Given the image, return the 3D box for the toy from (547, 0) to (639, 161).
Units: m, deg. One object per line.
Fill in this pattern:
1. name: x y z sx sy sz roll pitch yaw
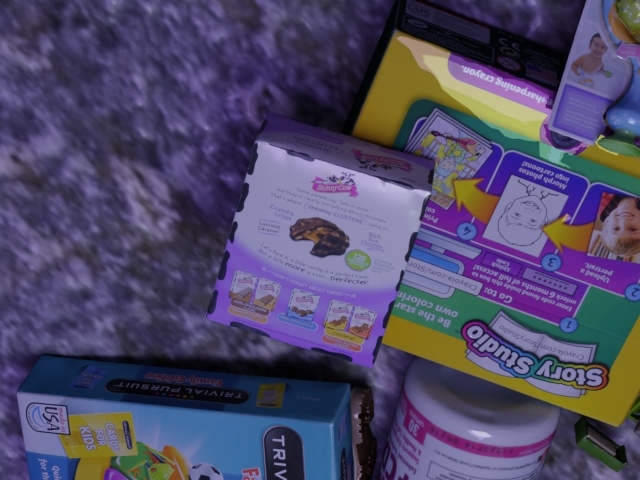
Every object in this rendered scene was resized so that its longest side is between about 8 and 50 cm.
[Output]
1. toy: 0.301 -0.188 1.577 0.137 0.056 0.237 19 86 -7

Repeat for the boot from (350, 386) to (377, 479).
1. boot: 0.014 0.219 1.890 0.085 0.059 0.158 5 120 16

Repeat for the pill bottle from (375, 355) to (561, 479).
1. pill bottle: 0.135 0.261 1.838 0.160 0.160 0.283 12 118 -2

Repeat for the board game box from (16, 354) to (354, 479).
1. board game box: -0.134 0.259 1.872 0.336 0.079 0.253 4 119 14

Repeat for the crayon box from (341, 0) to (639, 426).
1. crayon box: 0.183 -0.022 1.713 0.363 0.106 0.313 20 119 -5

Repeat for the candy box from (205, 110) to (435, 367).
1. candy box: 0.000 0.000 1.645 0.165 0.070 0.196 17 119 -1

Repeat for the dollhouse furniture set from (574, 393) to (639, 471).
1. dollhouse furniture set: 0.330 0.164 1.820 0.058 0.076 0.151 37 116 -16
